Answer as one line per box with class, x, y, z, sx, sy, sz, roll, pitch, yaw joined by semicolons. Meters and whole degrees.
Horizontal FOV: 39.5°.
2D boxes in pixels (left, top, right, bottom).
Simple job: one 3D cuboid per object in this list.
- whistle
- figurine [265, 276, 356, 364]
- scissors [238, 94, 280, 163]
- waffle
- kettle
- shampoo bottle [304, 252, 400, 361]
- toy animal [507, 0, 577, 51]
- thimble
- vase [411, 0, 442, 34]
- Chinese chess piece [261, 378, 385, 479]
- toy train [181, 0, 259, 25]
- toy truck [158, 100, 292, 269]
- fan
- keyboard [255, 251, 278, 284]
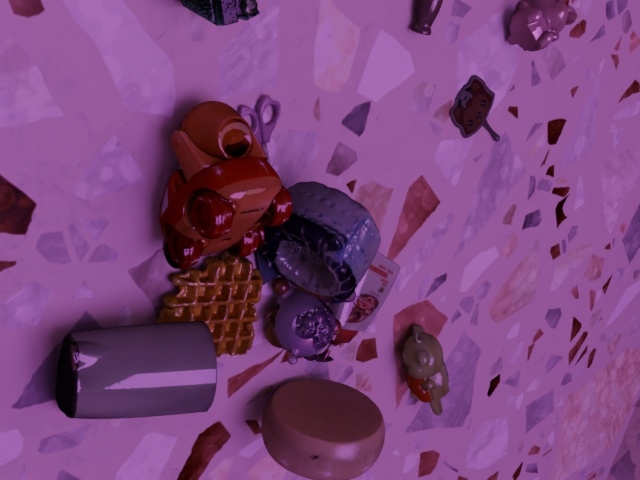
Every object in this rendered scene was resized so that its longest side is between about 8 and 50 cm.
whistle;0.268;0.336;2.255;0.106;0.131;0.288;-13;127;5
figurine;0.007;0.130;1.873;0.274;0.133;0.194;-33;119;-16
scissors;-0.109;-0.170;1.701;0.110;0.021;0.212;-29;127;-29
waffle;-0.212;0.121;1.720;0.229;0.057;0.219;0;109;-44
kettle;-0.332;0.246;1.574;0.255;0.165;0.240;-3;144;-26
shampoo bottle;0.063;0.150;1.990;0.153;0.071;0.284;27;89;-40
toy animal;0.529;-0.531;2.080;0.212;0.124;0.124;-43;134;-29
thimble;0.000;0.000;1.720;0.150;0.237;0.237;-57;139;-27
vase;0.222;-0.479;1.847;0.053;0.053;0.101;-4;117;-43
Chinese chess piece;0.005;0.403;1.917;0.273;0.273;0.102;-9;119;-42
toy train;-0.165;-0.391;1.430;0.099;0.172;0.070;-20;124;-22
toy truck;-0.188;-0.098;1.566;0.189;0.239;0.265;-12;159;-40
fan;0.379;-0.295;2.125;0.220;0.009;0.132;37;85;-46
keyboard;-0.111;0.005;1.791;0.055;0.014;0.176;-29;128;-32
